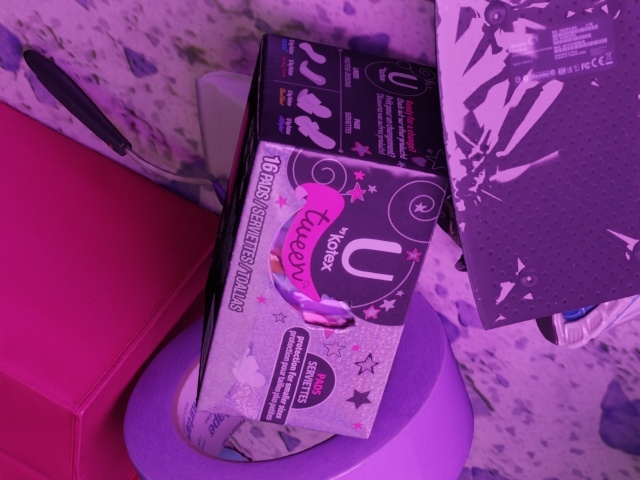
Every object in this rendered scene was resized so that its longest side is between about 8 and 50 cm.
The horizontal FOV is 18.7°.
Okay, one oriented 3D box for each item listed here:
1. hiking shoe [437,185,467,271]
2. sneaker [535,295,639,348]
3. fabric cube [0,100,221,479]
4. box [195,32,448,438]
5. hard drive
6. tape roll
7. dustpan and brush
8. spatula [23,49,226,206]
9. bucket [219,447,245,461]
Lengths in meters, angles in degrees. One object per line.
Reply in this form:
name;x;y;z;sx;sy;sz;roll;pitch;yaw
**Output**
hiking shoe;0.120;-0.044;1.439;0.114;0.086;0.227;10;135;27
sneaker;0.246;0.011;1.419;0.190;0.083;0.071;-35;72;31
fabric cube;-0.257;0.083;1.737;0.258;0.254;0.259;26;140;12
box;0.000;0.000;1.445;0.142;0.163;0.247;9;124;-7
hard drive;0.162;-0.077;1.303;0.172;0.054;0.255;-13;114;-7
tape roll;-0.018;0.145;1.587;0.274;0.275;0.090;5;132;35
dustpan and brush;0.004;-0.060;1.550;0.211;0.060;0.147;32;154;19
spatula;-0.141;-0.069;1.652;0.296;0.030;0.084;37;172;8
bucket;-0.168;0.340;1.965;0.281;0.183;0.281;22;136;23
